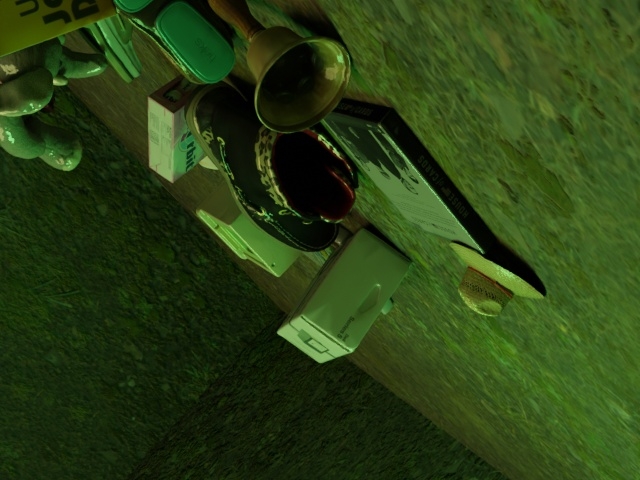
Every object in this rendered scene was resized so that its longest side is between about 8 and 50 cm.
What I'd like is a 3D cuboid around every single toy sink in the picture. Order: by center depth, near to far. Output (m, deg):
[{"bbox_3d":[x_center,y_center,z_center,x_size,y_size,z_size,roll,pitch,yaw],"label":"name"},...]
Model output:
[{"bbox_3d":[-0.137,-0.044,1.970,0.153,0.131,0.234,48,170,-30],"label":"toy sink"}]

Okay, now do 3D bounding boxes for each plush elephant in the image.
[{"bbox_3d":[-0.481,-0.284,1.661,0.255,0.272,0.330,-13,168,39],"label":"plush elephant"}]

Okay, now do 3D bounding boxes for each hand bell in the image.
[{"bbox_3d":[-0.080,-0.247,1.206,0.242,0.126,0.126,50,177,36],"label":"hand bell"}]

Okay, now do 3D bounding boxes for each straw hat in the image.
[{"bbox_3d":[0.219,0.066,1.343,0.144,0.061,0.144,31,176,3],"label":"straw hat"}]

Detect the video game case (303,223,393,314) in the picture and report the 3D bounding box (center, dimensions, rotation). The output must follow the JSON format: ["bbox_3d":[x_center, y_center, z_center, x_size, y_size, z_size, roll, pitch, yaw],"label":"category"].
[{"bbox_3d":[0.000,0.000,2.137,0.300,0.036,0.329,36,168,34],"label":"video game case"}]

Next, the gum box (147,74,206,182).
[{"bbox_3d":[-0.249,-0.207,1.801,0.062,0.107,0.188,34,144,18],"label":"gum box"}]

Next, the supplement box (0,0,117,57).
[{"bbox_3d":[-0.410,-0.341,1.264,0.356,0.195,0.194,28,140,64],"label":"supplement box"}]

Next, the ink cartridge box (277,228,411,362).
[{"bbox_3d":[0.038,0.107,1.842,0.114,0.198,0.273,36,165,-3],"label":"ink cartridge box"}]

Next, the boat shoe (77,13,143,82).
[{"bbox_3d":[-0.358,-0.375,1.700,0.113,0.103,0.302,42,171,23],"label":"boat shoe"}]

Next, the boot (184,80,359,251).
[{"bbox_3d":[-0.041,-0.086,1.629,0.284,0.138,0.377,29,158,55],"label":"boot"}]

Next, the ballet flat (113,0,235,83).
[{"bbox_3d":[-0.230,-0.343,1.349,0.124,0.116,0.342,44,179,38],"label":"ballet flat"}]

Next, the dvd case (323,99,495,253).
[{"bbox_3d":[0.107,-0.086,1.309,0.239,0.029,0.179,47,170,-28],"label":"dvd case"}]

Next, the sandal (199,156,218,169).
[{"bbox_3d":[-0.208,-0.171,2.096,0.102,0.076,0.265,32,166,47],"label":"sandal"}]
